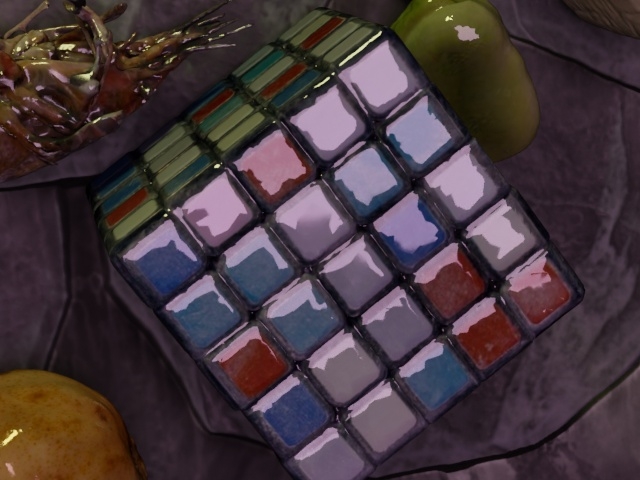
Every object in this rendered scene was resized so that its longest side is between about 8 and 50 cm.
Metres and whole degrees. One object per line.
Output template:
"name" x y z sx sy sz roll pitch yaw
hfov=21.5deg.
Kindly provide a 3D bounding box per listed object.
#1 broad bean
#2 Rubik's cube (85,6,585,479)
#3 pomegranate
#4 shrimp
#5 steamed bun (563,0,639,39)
"broad bean" 0.130 -0.149 1.552 0.124 0.082 0.174 -8 115 21
"Rubik's cube" 0.000 0.000 1.436 0.287 0.293 0.292 -39 104 -2
"pomegranate" -0.251 0.216 1.471 0.207 0.207 0.207 -2 99 -14
"shrimp" -0.219 -0.148 1.455 0.343 0.116 0.145 -23 105 -12
"steamed bun" 0.270 -0.302 1.514 0.155 0.200 0.250 -45 109 -5
